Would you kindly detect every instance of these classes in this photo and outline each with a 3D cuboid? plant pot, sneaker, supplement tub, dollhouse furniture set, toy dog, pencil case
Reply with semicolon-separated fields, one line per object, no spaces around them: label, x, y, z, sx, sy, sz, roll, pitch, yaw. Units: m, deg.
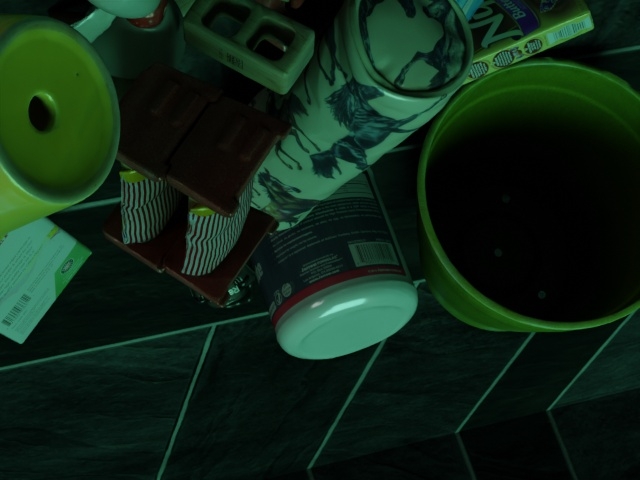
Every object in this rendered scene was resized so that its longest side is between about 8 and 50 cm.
plant pot;0.283;-0.019;2.256;0.366;0.366;0.353;-15;167;-11
plant pot;-0.318;-0.100;1.433;0.239;0.254;0.254;-6;168;38
sneaker;-0.151;0.015;2.207;0.098;0.135;0.276;-20;155;6
supplement tub;0.000;0.000;2.115;0.191;0.272;0.191;-16;156;-7
dollhouse furniture set;-0.066;-0.150;1.628;0.374;0.152;0.201;-58;170;-25
toy dog;-0.214;-0.235;1.597;0.161;0.220;0.333;20;149;6
pencil case;0.018;-0.161;1.849;0.160;0.183;0.410;22;151;-18

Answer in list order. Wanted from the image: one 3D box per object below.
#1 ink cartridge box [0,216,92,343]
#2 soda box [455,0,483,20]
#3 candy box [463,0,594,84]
ink cartridge box;-0.400;0.020;2.002;0.154;0.093;0.212;-53;157;-4
soda box;0.138;-0.312;1.768;0.071;0.067;0.210;-55;162;-16
candy box;0.215;-0.265;1.911;0.187;0.109;0.053;-24;157;8
